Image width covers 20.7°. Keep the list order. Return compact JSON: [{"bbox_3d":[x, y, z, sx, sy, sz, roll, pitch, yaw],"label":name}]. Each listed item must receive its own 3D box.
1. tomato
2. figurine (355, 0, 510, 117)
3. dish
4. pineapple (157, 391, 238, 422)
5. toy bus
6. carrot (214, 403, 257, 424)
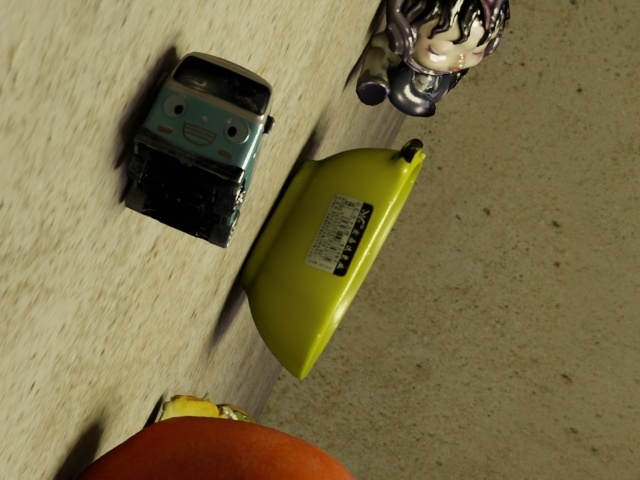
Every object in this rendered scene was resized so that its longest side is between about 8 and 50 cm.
[{"bbox_3d":[-0.075,0.246,1.232,0.255,0.256,0.224,-63,-175,-3],"label":"tomato"},{"bbox_3d":[0.126,-0.238,1.796,0.222,0.145,0.145,-54,-176,43],"label":"figurine"},{"bbox_3d":[0.000,0.000,1.742,0.262,0.108,0.221,-62,177,1],"label":"dish"},{"bbox_3d":[-0.138,0.255,1.566,0.236,0.114,0.186,-61,178,15],"label":"pineapple"},{"bbox_3d":[-0.058,-0.048,0.886,0.123,0.060,0.075,112,0,-74],"label":"toy bus"},{"bbox_3d":[-0.139,0.258,1.853,0.193,0.087,0.087,-52,180,15],"label":"carrot"}]
